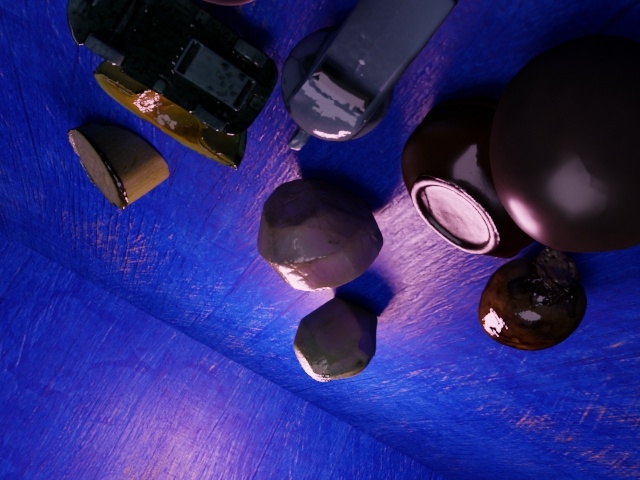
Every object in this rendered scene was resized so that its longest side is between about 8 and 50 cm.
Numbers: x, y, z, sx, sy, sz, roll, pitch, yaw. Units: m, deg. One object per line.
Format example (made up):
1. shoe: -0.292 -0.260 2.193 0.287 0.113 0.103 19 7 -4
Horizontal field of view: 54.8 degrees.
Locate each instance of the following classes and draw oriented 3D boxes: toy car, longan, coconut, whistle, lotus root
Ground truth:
1. toy car: -0.210 -0.278 0.890 0.306 0.136 0.125 28 -170 -35
2. longan: 0.304 -0.104 0.680 0.246 0.215 0.246 -9 130 -11
3. coconut: 0.049 0.256 1.604 0.204 0.236 0.236 52 172 38
4. whistle: 0.043 -0.230 0.807 0.163 0.163 0.289 34 115 -14
5. lotus root: 0.375 0.124 1.117 0.169 0.141 0.314 20 154 8
6. coconut: 0.000 0.000 1.180 0.237 0.197 0.237 18 148 12

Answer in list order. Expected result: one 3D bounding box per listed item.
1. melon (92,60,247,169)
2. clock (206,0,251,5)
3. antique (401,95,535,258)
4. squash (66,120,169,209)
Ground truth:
1. melon: -0.237 -0.242 1.053 0.265 0.129 0.169 32 173 -20
2. clock: -0.142 -0.393 0.743 0.244 0.056 0.244 20 153 11
3. antique: 0.223 -0.077 0.882 0.224 0.129 0.278 24 156 32
4. squash: -0.468 -0.189 1.405 0.220 0.133 0.220 35 154 20
